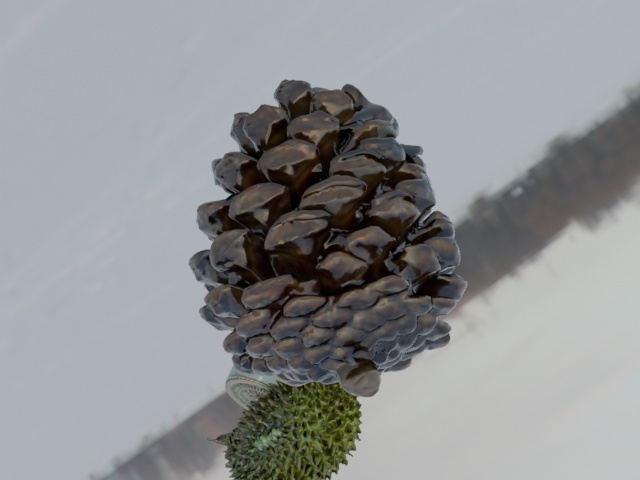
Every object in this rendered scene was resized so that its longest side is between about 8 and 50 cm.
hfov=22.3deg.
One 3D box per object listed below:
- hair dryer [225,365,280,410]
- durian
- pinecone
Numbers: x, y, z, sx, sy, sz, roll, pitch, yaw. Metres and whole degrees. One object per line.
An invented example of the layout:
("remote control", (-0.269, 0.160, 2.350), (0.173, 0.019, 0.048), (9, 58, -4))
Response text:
("hair dryer", (0.037, 0.125, 2.031), (0.357, 0.107, 0.173), (-10, -133, 49))
("durian", (-0.046, 0.247, 1.991), (0.221, 0.137, 0.095), (-39, 164, 31))
("pinecone", (0.000, 0.000, 1.307), (0.224, 0.272, 0.224), (-10, 157, -4))
